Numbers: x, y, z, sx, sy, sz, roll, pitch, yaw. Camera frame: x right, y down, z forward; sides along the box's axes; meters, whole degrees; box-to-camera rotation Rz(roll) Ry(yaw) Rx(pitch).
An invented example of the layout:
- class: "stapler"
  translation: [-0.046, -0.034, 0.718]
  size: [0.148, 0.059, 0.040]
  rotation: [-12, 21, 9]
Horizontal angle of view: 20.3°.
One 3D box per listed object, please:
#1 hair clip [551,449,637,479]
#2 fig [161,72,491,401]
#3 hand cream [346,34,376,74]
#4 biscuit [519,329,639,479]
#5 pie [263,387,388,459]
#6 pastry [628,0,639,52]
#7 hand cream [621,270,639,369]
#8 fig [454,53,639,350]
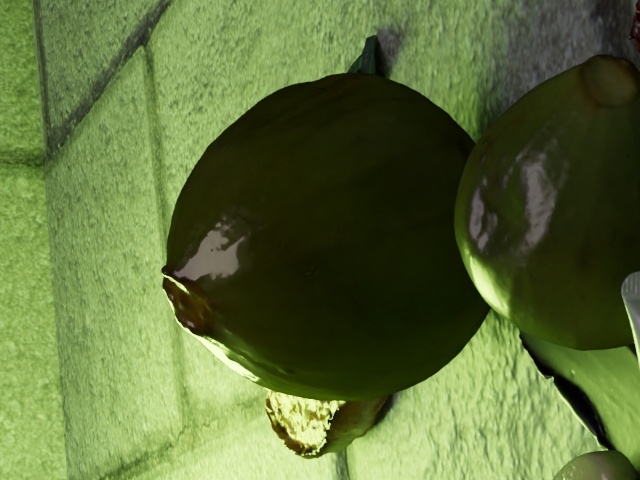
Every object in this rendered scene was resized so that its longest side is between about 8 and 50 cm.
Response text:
- class: "hair clip"
  translation: [0.225, 0.259, 1.556]
  size: [0.159, 0.071, 0.218]
  rotation: [-118, 28, -43]
- class: "fig"
  translation: [0.008, 0.009, 1.764]
  size: [0.343, 0.343, 0.343]
  rotation: [179, 90, -67]
- class: "hand cream"
  translation: [0.015, -0.127, 2.106]
  size: [0.248, 0.052, 0.075]
  rotation: [113, 147, -43]
- class: "biscuit"
  translation: [0.257, 0.125, 1.553]
  size: [0.322, 0.038, 0.099]
  rotation: [-127, 45, -55]
- class: "pie"
  translation: [0.002, 0.101, 2.108]
  size: [0.315, 0.092, 0.315]
  rotation: [12, 104, 62]
- class: "pastry"
  translation: [0.296, -0.216, 1.369]
  size: [0.115, 0.097, 0.209]
  rotation: [29, 119, 57]
- class: "hand cream"
  translation: [0.317, 0.197, 1.291]
  size: [0.118, 0.185, 0.359]
  rotation: [0, -93, -69]
- class: "fig"
  translation: [0.203, -0.032, 1.424]
  size: [0.230, 0.207, 0.207]
  rotation: [61, 171, -28]
